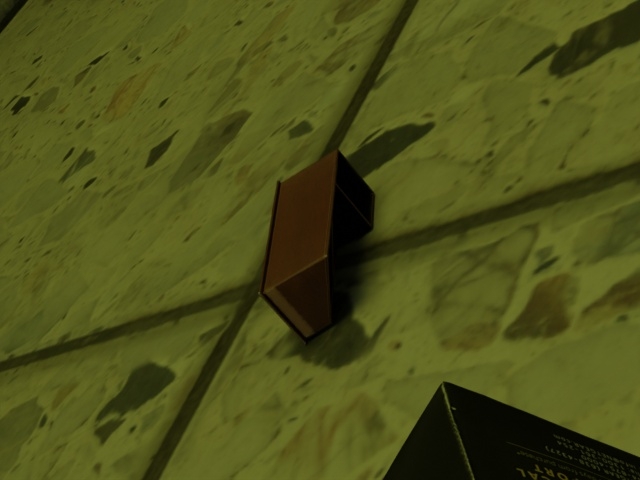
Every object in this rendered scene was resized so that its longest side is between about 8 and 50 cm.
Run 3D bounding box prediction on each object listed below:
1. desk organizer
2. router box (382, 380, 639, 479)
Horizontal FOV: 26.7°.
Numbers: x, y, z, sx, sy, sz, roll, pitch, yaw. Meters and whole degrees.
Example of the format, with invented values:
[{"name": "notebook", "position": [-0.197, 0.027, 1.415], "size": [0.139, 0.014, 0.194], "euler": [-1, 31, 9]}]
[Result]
[{"name": "desk organizer", "position": [0.000, 0.000, 0.850], "size": [0.050, 0.047, 0.130], "euler": [-30, 27, 22]}, {"name": "router box", "position": [0.006, 0.223, 0.286], "size": [0.308, 0.081, 0.243], "euler": [-61, 17, 21]}]
